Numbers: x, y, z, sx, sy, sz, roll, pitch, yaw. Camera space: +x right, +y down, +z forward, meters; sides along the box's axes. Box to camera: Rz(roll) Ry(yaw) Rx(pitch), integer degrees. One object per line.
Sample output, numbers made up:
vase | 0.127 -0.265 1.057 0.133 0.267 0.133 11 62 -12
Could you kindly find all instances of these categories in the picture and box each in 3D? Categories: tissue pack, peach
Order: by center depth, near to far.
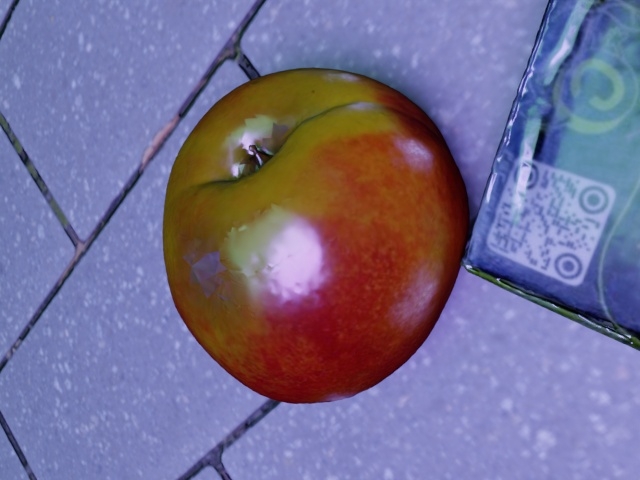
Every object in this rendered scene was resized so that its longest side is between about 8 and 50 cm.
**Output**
tissue pack | 0.196 -0.021 0.301 0.235 0.073 0.174 24 110 28
peach | 0.000 0.000 0.411 0.190 0.192 0.190 -10 57 16
